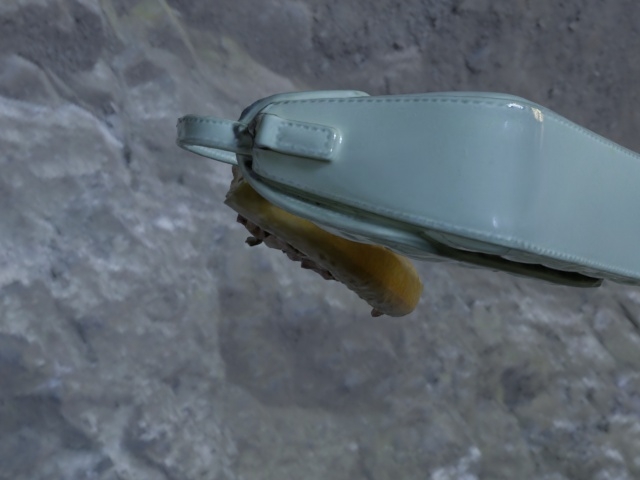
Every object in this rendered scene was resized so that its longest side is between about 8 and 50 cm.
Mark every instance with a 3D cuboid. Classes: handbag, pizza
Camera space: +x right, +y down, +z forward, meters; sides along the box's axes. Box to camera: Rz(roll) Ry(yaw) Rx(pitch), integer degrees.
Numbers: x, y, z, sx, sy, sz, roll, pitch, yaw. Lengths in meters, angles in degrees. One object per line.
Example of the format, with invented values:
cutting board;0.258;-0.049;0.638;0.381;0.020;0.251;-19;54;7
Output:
handbag;0.052;-0.029;0.606;0.256;0.219;0.079;10;90;-55
pizza;0.003;0.001;0.822;0.056;0.134;0.271;-62;158;-4
